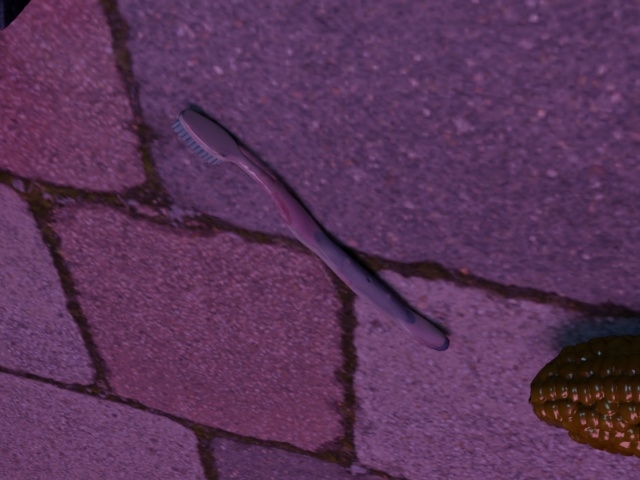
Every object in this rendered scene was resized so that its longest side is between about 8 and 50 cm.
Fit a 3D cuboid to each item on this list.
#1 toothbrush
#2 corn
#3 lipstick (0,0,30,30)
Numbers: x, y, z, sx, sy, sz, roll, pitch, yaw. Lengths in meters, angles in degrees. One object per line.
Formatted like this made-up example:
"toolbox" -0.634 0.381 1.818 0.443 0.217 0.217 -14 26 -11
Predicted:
"toothbrush" 0.000 0.000 0.679 0.269 0.021 0.027 42 151 -22
"corn" 0.263 0.101 0.608 0.261 0.097 0.097 -5 135 33
"lipstick" -0.161 -0.237 0.453 0.051 0.051 0.312 24 141 1
